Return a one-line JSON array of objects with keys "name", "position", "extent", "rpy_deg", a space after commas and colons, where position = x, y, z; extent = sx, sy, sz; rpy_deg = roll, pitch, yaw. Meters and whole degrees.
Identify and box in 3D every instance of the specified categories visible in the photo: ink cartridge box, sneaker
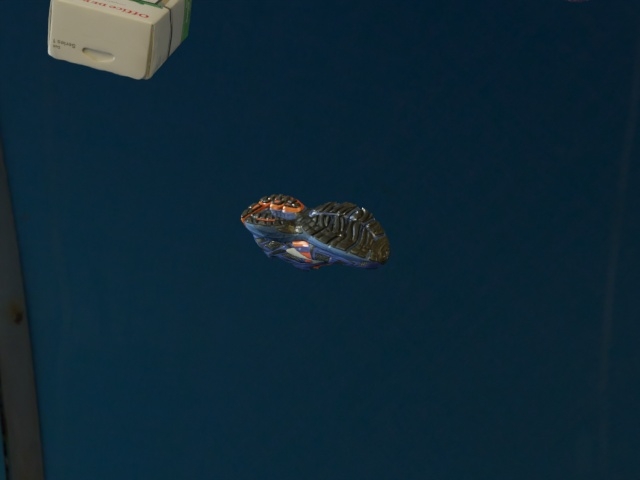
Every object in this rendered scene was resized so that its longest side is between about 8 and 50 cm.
[{"name": "ink cartridge box", "position": [-0.305, -0.343, 1.334], "extent": [0.160, 0.092, 0.219], "rpy_deg": [13, -149, 0]}, {"name": "sneaker", "position": [0.000, 0.000, 1.121], "extent": [0.221, 0.087, 0.083], "rpy_deg": [16, -131, 38]}]
